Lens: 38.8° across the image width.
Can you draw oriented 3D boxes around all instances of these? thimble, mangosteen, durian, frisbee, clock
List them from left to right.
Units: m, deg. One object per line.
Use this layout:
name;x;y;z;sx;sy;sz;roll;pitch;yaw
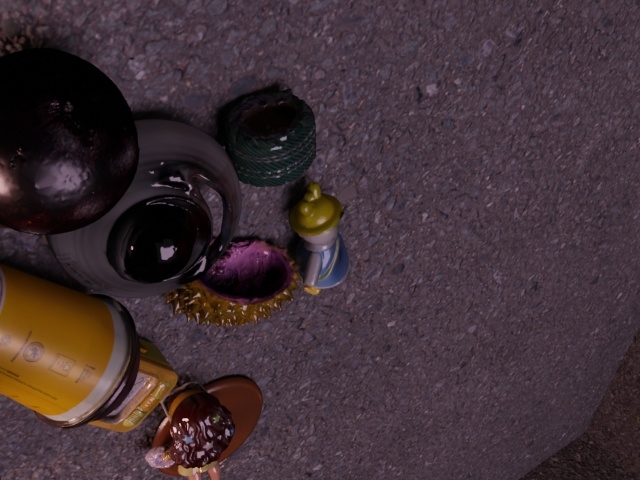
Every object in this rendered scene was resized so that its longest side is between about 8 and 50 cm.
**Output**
mangosteen;-0.325;-0.095;1.023;0.250;0.211;0.211;-30;161;38
clock;-0.334;0.217;1.431;0.143;0.096;0.202;-45;147;5
frisbee;-0.217;0.368;1.778;0.250;0.021;0.251;-25;136;-26
durian;-0.153;0.083;1.479;0.260;0.154;0.186;-4;154;-36
thimble;-0.071;-0.147;1.300;0.135;0.118;0.090;-27;144;-23

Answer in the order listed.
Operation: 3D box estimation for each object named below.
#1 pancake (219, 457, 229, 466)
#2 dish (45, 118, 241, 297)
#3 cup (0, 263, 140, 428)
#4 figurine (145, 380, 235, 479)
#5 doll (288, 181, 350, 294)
pancake;-0.215;0.437;1.874;0.108;0.017;0.108;-29;144;-23
dish;-0.218;-0.011;1.210;0.273;0.134;0.273;-16;131;-19
cup;-0.385;0.130;1.209;0.196;0.196;0.279;-48;138;4
figurine;-0.225;0.371;1.661;0.174;0.116;0.240;-23;136;-27
doll;-0.001;-0.001;1.560;0.135;0.098;0.241;-35;143;-19
